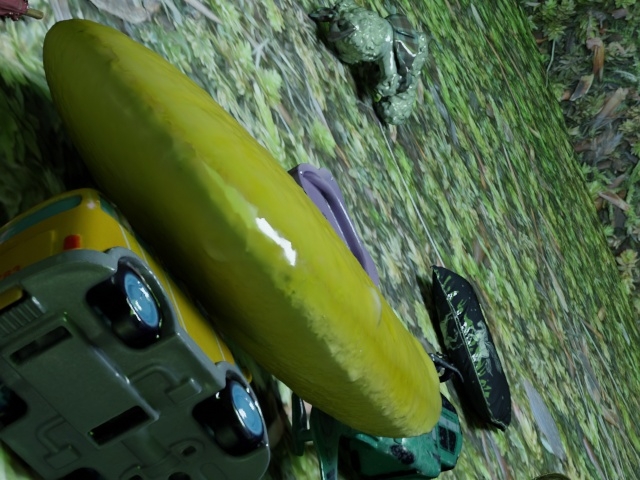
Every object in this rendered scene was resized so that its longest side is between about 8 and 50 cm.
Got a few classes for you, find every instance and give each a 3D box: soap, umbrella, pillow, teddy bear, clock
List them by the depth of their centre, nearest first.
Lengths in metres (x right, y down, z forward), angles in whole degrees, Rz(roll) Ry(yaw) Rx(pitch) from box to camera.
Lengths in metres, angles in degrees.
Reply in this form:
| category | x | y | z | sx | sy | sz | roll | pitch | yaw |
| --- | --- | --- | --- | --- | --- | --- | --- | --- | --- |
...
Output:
| category | x | y | z | sx | sy | sz | roll | pitch | yaw |
| --- | --- | --- | --- | --- | --- | --- | --- | --- | --- |
| umbrella | -0.242 | -0.175 | 0.963 | 0.165 | 0.027 | 0.025 | 4 | 89 | -72 |
| soap | -0.057 | 0.000 | 0.996 | 0.306 | 0.115 | 0.427 | 52 | 0 | 34 |
| clock | 0.000 | 0.000 | 1.359 | 0.152 | 0.050 | 0.110 | 65 | 19 | 0 |
| pillow | 0.189 | 0.134 | 1.704 | 0.141 | 0.055 | 0.208 | 39 | 32 | -69 |
| teddy bear | 0.085 | -0.253 | 1.816 | 0.213 | 0.111 | 0.133 | 44 | 24 | -50 |

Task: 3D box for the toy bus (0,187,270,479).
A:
| category | x | y | z | sx | sy | sz | roll | pitch | yaw |
| --- | --- | --- | --- | --- | --- | --- | --- | --- | --- |
| toy bus | -0.126 | 0.070 | 0.825 | 0.209 | 0.126 | 0.136 | 53 | 14 | -32 |

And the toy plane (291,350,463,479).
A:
| category | x | y | z | sx | sy | sz | roll | pitch | yaw |
| --- | --- | --- | --- | --- | --- | --- | --- | --- | --- |
| toy plane | 0.063 | 0.180 | 1.241 | 0.382 | 0.106 | 0.155 | 36 | 45 | -64 |

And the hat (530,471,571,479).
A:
| category | x | y | z | sx | sy | sz | roll | pitch | yaw |
| --- | --- | --- | --- | --- | --- | --- | --- | --- | --- |
| hat | 0.231 | 0.328 | 1.565 | 0.146 | 0.067 | 0.146 | -6 | 100 | -38 |
